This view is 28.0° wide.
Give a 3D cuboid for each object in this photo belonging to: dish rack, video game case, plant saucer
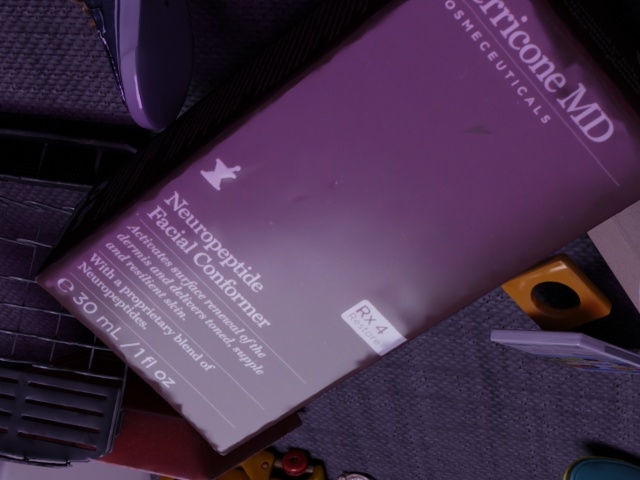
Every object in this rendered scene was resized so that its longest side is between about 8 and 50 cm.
[{"bbox_3d":[-0.244,0.048,1.071,0.208,0.271,0.074,8,173,18],"label":"dish rack"},{"bbox_3d":[0.206,0.089,1.021,0.122,0.011,0.087,20,165,-40],"label":"video game case"},{"bbox_3d":[-0.173,0.151,1.193,0.259,0.258,0.047,7,95,17],"label":"plant saucer"}]

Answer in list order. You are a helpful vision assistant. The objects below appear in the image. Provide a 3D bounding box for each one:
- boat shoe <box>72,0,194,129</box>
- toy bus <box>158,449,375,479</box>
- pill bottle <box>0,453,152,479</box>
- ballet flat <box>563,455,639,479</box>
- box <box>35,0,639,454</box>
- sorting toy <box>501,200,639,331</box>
[{"bbox_3d":[-0.140,-0.167,0.875,0.083,0.065,0.183,2,102,32],"label":"boat shoe"},{"bbox_3d":[-0.074,0.281,1.352,0.191,0.104,0.202,36,139,-17],"label":"toy bus"},{"bbox_3d":[-0.380,0.287,1.397,0.392,0.224,0.224,-16,127,40],"label":"pill bottle"},{"bbox_3d":[0.325,0.264,1.177,0.231,0.077,0.077,18,157,2],"label":"ballet flat"},{"bbox_3d":[0.020,-0.038,0.835,0.381,0.143,0.191,-36,109,25],"label":"box"},{"bbox_3d":[0.283,-0.013,0.905,0.348,0.047,0.196,-14,125,36],"label":"sorting toy"}]
